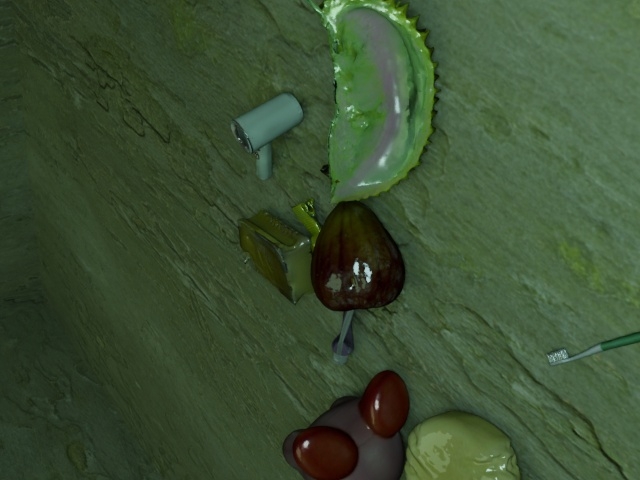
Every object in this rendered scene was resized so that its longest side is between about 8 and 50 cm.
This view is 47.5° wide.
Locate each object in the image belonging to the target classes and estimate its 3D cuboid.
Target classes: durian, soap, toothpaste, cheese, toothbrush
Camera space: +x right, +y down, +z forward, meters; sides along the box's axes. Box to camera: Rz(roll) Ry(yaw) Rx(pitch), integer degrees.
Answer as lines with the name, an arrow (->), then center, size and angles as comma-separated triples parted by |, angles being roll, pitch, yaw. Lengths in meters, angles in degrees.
durian -> 0.082, -0.227, 1.125 | 0.157, 0.169, 0.356 | 25, 132, 45
soap -> -0.093, 0.030, 1.549 | 0.233, 0.076, 0.135 | 30, 140, 53
toothpaste -> 0.061, 0.126, 1.463 | 0.075, 0.048, 0.301 | -114, 29, -56
cheese -> 0.253, 0.413, 1.290 | 0.226, 0.117, 0.214 | -5, 89, 44
toothbrush -> 0.414, 0.145, 1.022 | 0.257, 0.018, 0.024 | -33, 76, 56

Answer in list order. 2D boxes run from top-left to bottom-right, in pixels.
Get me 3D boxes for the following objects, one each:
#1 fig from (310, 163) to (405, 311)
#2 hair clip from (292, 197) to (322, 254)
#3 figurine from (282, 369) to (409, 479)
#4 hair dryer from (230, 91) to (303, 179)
fig -> 0.052, -0.007, 1.318 | 0.170, 0.145, 0.274 | -15, 84, 20
hair clip -> 0.000, 0.000, 1.470 | 0.173, 0.046, 0.072 | 66, 155, -2
figurine -> 0.068, 0.431, 1.468 | 0.211, 0.269, 0.261 | 55, 153, 8
hair dryer -> -0.104, -0.190, 1.471 | 0.073, 0.131, 0.236 | 51, 162, 20
